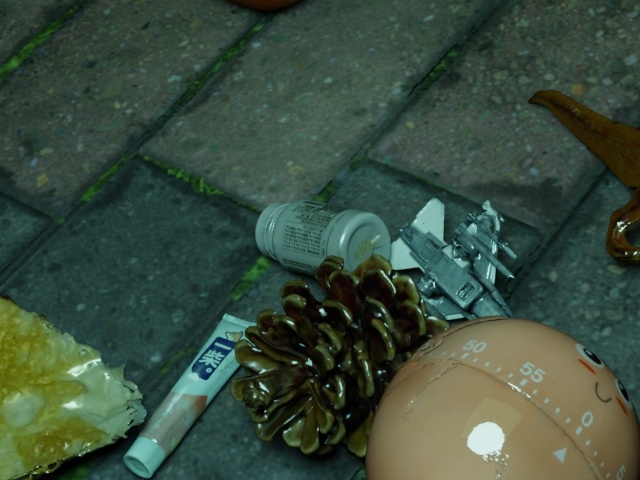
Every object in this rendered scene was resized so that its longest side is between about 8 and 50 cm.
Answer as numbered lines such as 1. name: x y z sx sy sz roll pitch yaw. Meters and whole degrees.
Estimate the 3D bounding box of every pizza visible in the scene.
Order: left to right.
1. pizza: -0.429 0.166 1.568 0.435 0.080 0.392 -26 49 -12

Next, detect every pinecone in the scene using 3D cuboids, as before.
1. pinecone: 0.012 0.118 1.447 0.185 0.169 0.212 8 37 37

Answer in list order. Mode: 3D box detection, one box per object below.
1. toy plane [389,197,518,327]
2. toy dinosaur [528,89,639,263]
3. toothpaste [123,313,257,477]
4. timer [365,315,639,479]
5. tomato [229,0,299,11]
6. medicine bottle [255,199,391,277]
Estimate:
1. toy plane: 0.145 0.047 1.538 0.160 0.082 0.234 -48 50 6
2. toy dinosaur: 0.351 -0.062 1.559 0.432 0.097 0.208 7 72 40
3. toothpaste: -0.127 0.151 1.540 0.056 0.036 0.205 19 52 25
4. timer: 0.157 0.182 1.315 0.229 0.230 0.215 20 51 27
5. tomato: -0.064 -0.383 1.891 0.208 0.184 0.208 -37 22 18
6. medicine bottle: 0.000 0.000 1.596 0.140 0.079 0.079 12 51 45
